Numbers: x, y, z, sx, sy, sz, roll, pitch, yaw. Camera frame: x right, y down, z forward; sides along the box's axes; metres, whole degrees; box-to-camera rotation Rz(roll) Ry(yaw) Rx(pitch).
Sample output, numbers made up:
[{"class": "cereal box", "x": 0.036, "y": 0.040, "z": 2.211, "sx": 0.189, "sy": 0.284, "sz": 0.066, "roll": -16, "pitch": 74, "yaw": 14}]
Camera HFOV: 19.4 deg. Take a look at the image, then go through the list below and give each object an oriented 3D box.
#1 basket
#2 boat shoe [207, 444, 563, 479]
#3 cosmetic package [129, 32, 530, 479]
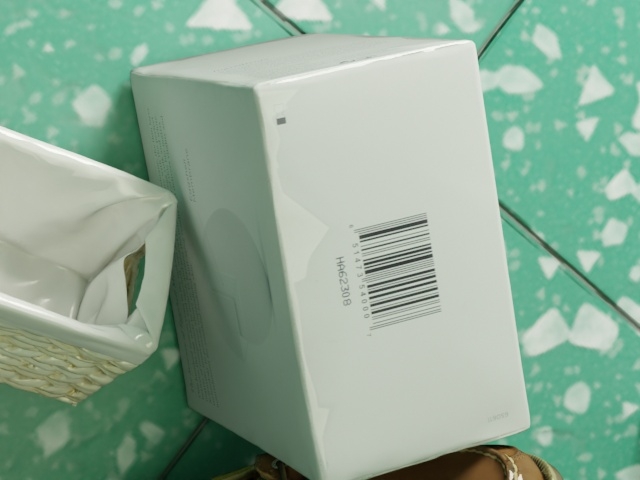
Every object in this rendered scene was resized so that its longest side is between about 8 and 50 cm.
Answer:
[{"class": "basket", "x": -0.181, "y": 0.013, "z": 1.079, "sx": 0.167, "sy": 0.103, "sz": 0.113, "roll": 21, "pitch": 55, "yaw": -23}, {"class": "boat shoe", "x": -0.007, "y": 0.179, "z": 1.089, "sx": 0.104, "sy": 0.307, "sz": 0.110, "roll": 40, "pitch": 41, "yaw": -34}, {"class": "cosmetic package", "x": 0.000, "y": 0.000, "z": 1.098, "sx": 0.138, "sy": 0.225, "sz": 0.224, "roll": -14, "pitch": 103, "yaw": -22}]
